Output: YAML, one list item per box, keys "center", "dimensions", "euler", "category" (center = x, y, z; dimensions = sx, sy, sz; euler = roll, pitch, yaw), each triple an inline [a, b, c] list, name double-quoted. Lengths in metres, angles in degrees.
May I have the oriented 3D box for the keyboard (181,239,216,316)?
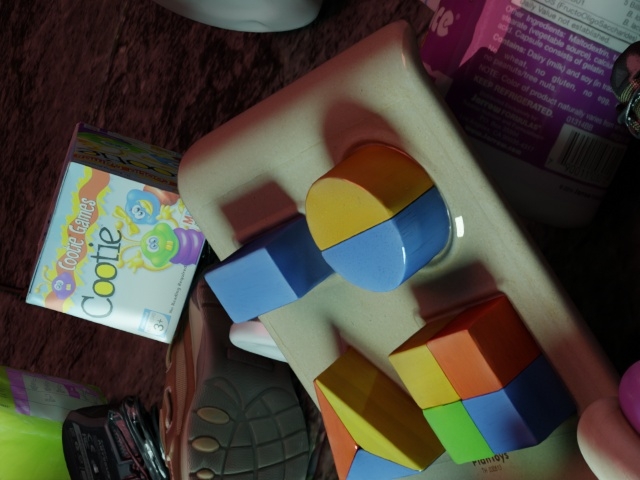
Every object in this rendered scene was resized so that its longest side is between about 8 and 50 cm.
- center: [-0.129, -0.017, 1.858]
  dimensions: [0.100, 0.038, 0.192]
  euler: [34, 105, 61]
  category: "keyboard"

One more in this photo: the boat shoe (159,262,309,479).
- center: [-0.087, 0.169, 1.595]
  dimensions: [0.116, 0.123, 0.324]
  euler: [-53, 23, 38]
  category: "boat shoe"

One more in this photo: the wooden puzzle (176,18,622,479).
- center: [0.039, 0.053, 1.260]
  dimensions: [0.322, 0.080, 0.348]
  euler: [-24, 96, 55]
  category: "wooden puzzle"

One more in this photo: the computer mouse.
- center: [-0.182, 0.227, 1.751]
  dimensions: [0.272, 0.072, 0.188]
  euler: [2, 107, 65]
  category: "computer mouse"

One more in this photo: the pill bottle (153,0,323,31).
- center: [-0.064, -0.412, 1.796]
  dimensions: [0.204, 0.204, 0.361]
  euler: [-10, 66, 60]
  category: "pill bottle"

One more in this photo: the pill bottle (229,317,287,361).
- center: [0.000, 0.000, 1.522]
  dimensions: [0.119, 0.119, 0.208]
  euler: [-6, 69, 60]
  category: "pill bottle"

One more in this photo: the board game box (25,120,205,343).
- center: [-0.197, -0.014, 1.741]
  dimensions: [0.275, 0.142, 0.144]
  euler: [-119, 47, -77]
  category: "board game box"

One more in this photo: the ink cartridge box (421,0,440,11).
- center: [0.159, -0.204, 1.414]
  dimensions: [0.109, 0.062, 0.209]
  euler: [-63, 29, 15]
  category: "ink cartridge box"

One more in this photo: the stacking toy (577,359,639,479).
- center: [0.291, 0.023, 0.990]
  dimensions: [0.330, 0.141, 0.141]
  euler: [-56, 31, 14]
  category: "stacking toy"

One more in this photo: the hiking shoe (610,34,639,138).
- center: [0.220, -0.065, 1.079]
  dimensions: [0.086, 0.114, 0.227]
  euler: [-56, 0, 24]
  category: "hiking shoe"

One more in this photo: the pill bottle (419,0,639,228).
- center: [0.176, -0.174, 1.250]
  dimensions: [0.301, 0.169, 0.169]
  euler: [-66, 28, 10]
  category: "pill bottle"

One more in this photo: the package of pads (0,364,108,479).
- center: [-0.385, 0.236, 1.891]
  dimensions: [0.229, 0.296, 0.101]
  euler: [-59, 36, 23]
  category: "package of pads"
